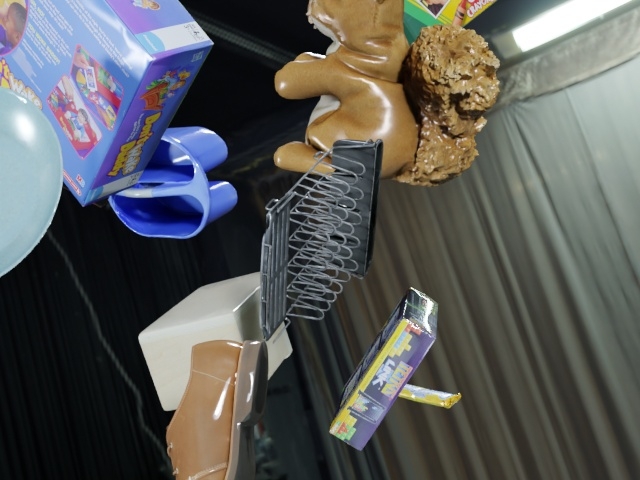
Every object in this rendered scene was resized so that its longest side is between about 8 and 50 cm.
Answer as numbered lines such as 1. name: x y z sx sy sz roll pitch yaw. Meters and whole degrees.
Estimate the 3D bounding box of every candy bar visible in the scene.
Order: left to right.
1. candy bar: 0.170 0.260 1.345 0.040 0.018 0.161 -19 12 -37

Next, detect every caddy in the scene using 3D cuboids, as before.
1. caddy: -0.358 -0.131 1.816 0.341 0.241 0.179 3 21 37

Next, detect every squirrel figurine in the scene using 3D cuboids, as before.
1. squirrel figurine: 0.125 -0.294 1.400 0.397 0.370 0.281 11 12 17

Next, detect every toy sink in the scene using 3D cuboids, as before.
1. toy sink: -0.141 0.147 1.199 0.153 0.131 0.234 -14 10 16

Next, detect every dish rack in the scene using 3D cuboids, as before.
1. dish rack: 0.000 0.000 1.009 0.074 0.208 0.271 13 31 18

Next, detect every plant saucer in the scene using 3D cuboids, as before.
1. plant saucer: -0.315 -0.044 0.710 0.195 0.194 0.037 -18 -17 3

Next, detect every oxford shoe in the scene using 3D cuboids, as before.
1. oxford shoe: -0.093 0.185 0.651 0.076 0.212 0.076 3 -24 7

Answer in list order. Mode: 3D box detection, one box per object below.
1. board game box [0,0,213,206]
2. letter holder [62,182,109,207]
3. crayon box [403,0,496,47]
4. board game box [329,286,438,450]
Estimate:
1. board game box: -0.286 -0.242 0.829 0.078 0.347 0.233 -30 -13 -45
2. letter holder: -0.415 -0.212 1.179 0.152 0.302 0.214 -56 19 12
3. crayon box: 0.241 -0.610 1.685 0.363 0.313 0.106 -41 15 -18
4. board game box: 0.081 0.153 0.975 0.170 0.048 0.141 -59 -1 16
